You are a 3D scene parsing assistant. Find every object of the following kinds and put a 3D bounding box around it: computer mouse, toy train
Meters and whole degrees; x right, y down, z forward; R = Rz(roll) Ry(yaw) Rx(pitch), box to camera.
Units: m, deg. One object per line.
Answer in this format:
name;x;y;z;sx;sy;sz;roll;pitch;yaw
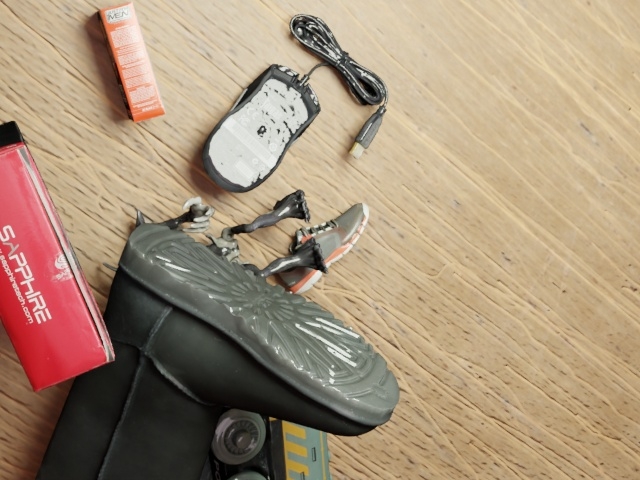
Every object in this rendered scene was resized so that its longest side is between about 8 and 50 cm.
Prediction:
computer mouse;-0.031;-0.149;1.359;0.184;0.060;0.262;37;77;-15
toy train;-0.070;0.321;1.402;0.190;0.142;0.333;-10;102;-27

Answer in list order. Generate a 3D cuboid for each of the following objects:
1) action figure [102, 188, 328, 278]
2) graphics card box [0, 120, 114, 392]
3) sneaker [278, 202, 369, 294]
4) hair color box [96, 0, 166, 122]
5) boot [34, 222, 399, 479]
action figure;-0.139;0.020;1.305;0.276;0.141;0.164;-17;96;-5
graphics card box;-0.326;-0.002;1.131;0.094;0.371;0.232;-23;107;-12
sneaker;0.000;0.000;1.395;0.065;0.061;0.158;44;86;-13
hair color box;-0.235;-0.220;1.275;0.043;0.072;0.141;-18;104;-13
boot;-0.148;0.255;1.220;0.367;0.146;0.445;33;112;18
